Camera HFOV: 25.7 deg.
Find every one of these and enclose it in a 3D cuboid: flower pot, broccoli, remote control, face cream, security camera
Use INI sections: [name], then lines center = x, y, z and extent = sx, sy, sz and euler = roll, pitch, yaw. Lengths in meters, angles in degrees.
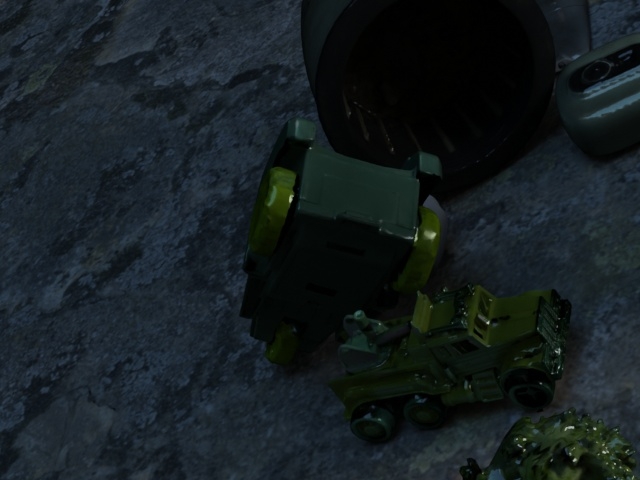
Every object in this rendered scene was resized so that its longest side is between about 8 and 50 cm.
[flower pot]
center = 0.107, -0.250, 1.788
extent = 0.294, 0.293, 0.330
euler = -34, 27, 4
[broccoli]
center = 0.185, 0.267, 1.180
extent = 0.226, 0.176, 0.198
euler = -25, 48, -38
[remote control]
center = 0.315, -0.301, 1.857
extent = 0.073, 0.044, 0.229
euler = -17, 38, 23
[face cream]
center = 0.105, -0.004, 1.654
extent = 0.091, 0.091, 0.095
euler = -19, 45, 25
[security camera]
center = 0.419, -0.203, 1.625
extent = 0.302, 0.080, 0.157
euler = -22, 36, 16

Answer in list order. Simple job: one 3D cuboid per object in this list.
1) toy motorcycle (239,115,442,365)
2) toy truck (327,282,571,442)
[toy motorcycle]
center = 0.000, 0.000, 1.585
extent = 0.326, 0.191, 0.199
euler = 122, 160, -56
[toy truck]
center = 0.126, 0.111, 1.460
extent = 0.260, 0.135, 0.128
euler = -11, 42, 28
